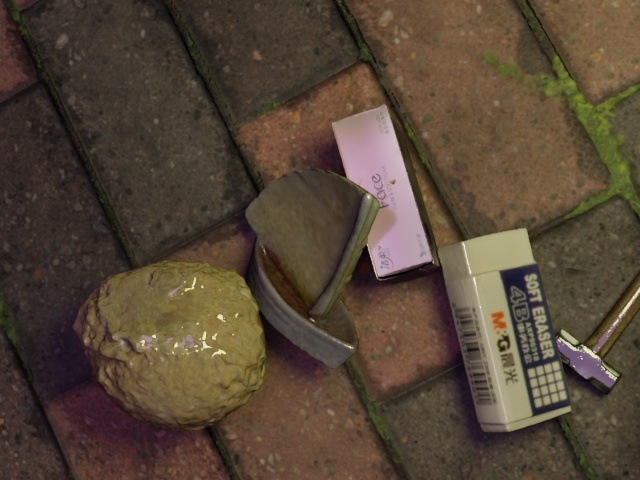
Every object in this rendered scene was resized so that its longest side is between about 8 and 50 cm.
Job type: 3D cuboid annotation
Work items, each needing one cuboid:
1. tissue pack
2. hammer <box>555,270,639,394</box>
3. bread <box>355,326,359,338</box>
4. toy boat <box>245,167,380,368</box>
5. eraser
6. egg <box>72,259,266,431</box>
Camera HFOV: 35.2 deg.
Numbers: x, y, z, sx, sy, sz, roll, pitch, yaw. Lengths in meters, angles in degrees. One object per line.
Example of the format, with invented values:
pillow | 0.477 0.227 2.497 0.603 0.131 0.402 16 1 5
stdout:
tissue pack | 0.104 -0.062 1.521 0.092 0.148 0.246 -18 81 11
hammer | 0.484 0.051 1.490 0.111 0.043 0.365 37 92 13
bread | 0.017 0.154 1.580 0.088 0.034 0.049 -6 91 11
toy boat | -0.017 0.016 1.506 0.276 0.111 0.293 32 120 42
eraser | 0.267 0.129 1.473 0.124 0.081 0.279 -11 86 -25
egg | -0.219 0.154 1.514 0.310 0.279 0.279 6 87 29
